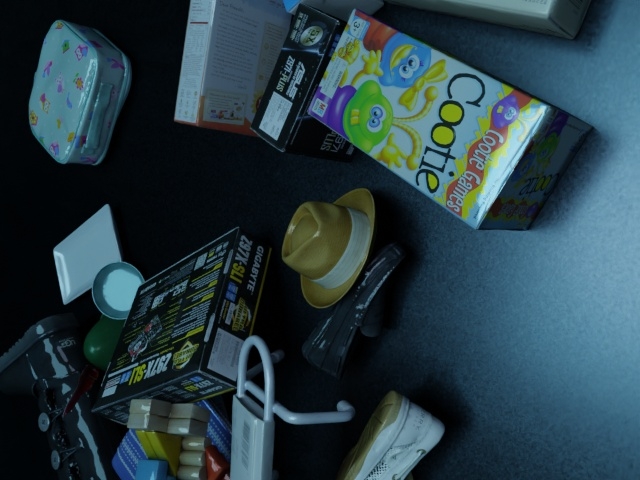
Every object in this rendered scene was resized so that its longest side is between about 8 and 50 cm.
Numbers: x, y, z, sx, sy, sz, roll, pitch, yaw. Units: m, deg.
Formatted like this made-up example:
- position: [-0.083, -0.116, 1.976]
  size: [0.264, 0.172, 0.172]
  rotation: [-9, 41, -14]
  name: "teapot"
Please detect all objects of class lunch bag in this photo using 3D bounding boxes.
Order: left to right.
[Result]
- position: [-0.520, -0.306, 1.299]
  size: [0.224, 0.108, 0.279]
  rotation: [39, 116, 28]
  name: "lunch bag"

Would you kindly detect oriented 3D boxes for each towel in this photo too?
- position: [-0.251, 0.401, 1.090]
  size: [0.243, 0.040, 0.336]
  rotation: [46, 120, 18]
  name: "towel"

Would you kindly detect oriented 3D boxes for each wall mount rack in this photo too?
- position: [-0.063, 0.293, 0.830]
  size: [0.304, 0.130, 0.350]
  rotation: [-171, 84, -65]
  name: "wall mount rack"

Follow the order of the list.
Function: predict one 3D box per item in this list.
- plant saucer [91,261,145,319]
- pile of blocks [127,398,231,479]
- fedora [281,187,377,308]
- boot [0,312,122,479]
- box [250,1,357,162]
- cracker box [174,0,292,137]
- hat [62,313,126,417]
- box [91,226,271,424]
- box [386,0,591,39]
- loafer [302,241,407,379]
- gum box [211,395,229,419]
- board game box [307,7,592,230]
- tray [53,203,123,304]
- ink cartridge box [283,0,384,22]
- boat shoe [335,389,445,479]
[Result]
- position: [-0.411, 0.102, 1.240]
  size: [0.119, 0.021, 0.119]
  rotation: [0, 91, 10]
  name: "plant saucer"
- position: [-0.173, 0.390, 0.893]
  size: [0.113, 0.149, 0.362]
  rotation: [-10, 114, 30]
  name: "pile of blocks"
- position: [0.000, 0.000, 0.835]
  size: [0.194, 0.079, 0.194]
  rotation: [-45, 33, 41]
  name: "fedora"
- position: [-0.572, 0.436, 1.346]
  size: [0.367, 0.146, 0.445]
  rotation: [-41, 73, 42]
  name: "boot"
- position: [0.008, -0.208, 0.826]
  size: [0.077, 0.147, 0.180]
  rotation: [39, 114, 33]
  name: "box"
- position: [-0.133, -0.286, 0.939]
  size: [0.067, 0.156, 0.232]
  rotation: [19, 102, 39]
  name: "cracker box"
- position: [-0.474, 0.219, 1.214]
  size: [0.208, 0.184, 0.173]
  rotation: [12, 98, 40]
  name: "hat"
- position: [-0.232, 0.148, 0.997]
  size: [0.322, 0.079, 0.257]
  rotation: [-27, 41, 38]
  name: "box"
- position: [0.180, -0.326, 0.714]
  size: [0.275, 0.094, 0.113]
  rotation: [30, 109, 36]
  name: "box"
- position: [0.059, 0.100, 0.840]
  size: [0.078, 0.076, 0.223]
  rotation: [38, 111, 13]
  name: "loafer"
- position: [-0.263, 0.288, 1.130]
  size: [0.184, 0.041, 0.157]
  rotation: [-32, 71, 35]
  name: "gum box"
- position: [0.143, -0.143, 0.714]
  size: [0.275, 0.144, 0.142]
  rotation: [40, 115, 32]
  name: "board game box"
- position: [-0.518, 0.036, 1.352]
  size: [0.270, 0.030, 0.145]
  rotation: [-28, 74, 37]
  name: "tray"
- position: [-0.013, -0.420, 0.850]
  size: [0.078, 0.134, 0.231]
  rotation: [-30, 72, 37]
  name: "ink cartridge box"
- position: [0.079, 0.321, 0.807]
  size: [0.096, 0.098, 0.277]
  rotation: [25, 126, 2]
  name: "boat shoe"
